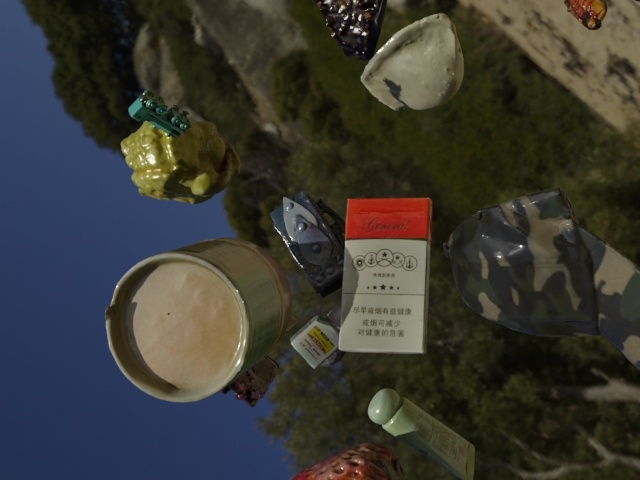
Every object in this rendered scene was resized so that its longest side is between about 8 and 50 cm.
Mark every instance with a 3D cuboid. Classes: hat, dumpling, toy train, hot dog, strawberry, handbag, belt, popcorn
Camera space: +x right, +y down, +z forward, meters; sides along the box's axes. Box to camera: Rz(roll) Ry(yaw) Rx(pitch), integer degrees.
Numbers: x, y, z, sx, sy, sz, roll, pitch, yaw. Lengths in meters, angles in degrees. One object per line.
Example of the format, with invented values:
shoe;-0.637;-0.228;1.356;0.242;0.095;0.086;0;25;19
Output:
hat;0.353;0.112;1.293;0.366;0.257;0.381;43;-157;-59
dumpling;0.137;-0.262;1.396;0.111;0.155;0.181;-107;6;-56
toy train;-0.216;-0.168;1.255;0.092;0.045;0.029;31;-155;-46
hot dog;0.420;-0.382;1.477;0.038;0.062;0.144;2;-139;-8
strawberry;0.031;0.582;2.190;0.149;0.336;0.265;61;-144;-11
handbag;-0.220;0.325;2.367;0.203;0.074;0.216;34;-161;0
belt;-0.001;0.000;1.888;0.218;0.128;0.122;56;-177;17
popcorn;-0.313;-0.179;2.040;0.255;0.195;0.256;2;154;7

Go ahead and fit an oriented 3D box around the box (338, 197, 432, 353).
box;0.102;0.053;1.442;0.139;0.245;0.035;-1;166;16

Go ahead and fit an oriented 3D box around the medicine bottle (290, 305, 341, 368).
medicine bottle;0.006;0.186;1.819;0.074;0.118;0.055;49;179;-4

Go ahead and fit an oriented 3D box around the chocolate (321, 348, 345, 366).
chocolate;0.042;0.213;1.971;0.072;0.167;0.072;46;-161;-20

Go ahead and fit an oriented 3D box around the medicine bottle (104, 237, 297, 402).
medicine bottle;-0.175;0.114;1.576;0.236;0.235;0.406;40;-168;6

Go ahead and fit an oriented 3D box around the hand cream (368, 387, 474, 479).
hand cream;0.260;0.475;2.284;0.306;0.093;0.147;33;-152;-7

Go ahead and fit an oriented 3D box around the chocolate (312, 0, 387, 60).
chocolate;0.040;-0.489;1.914;0.177;0.206;0.224;11;-166;-2
